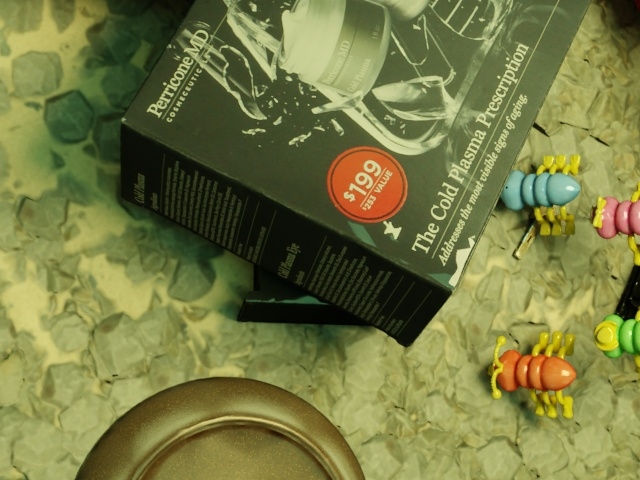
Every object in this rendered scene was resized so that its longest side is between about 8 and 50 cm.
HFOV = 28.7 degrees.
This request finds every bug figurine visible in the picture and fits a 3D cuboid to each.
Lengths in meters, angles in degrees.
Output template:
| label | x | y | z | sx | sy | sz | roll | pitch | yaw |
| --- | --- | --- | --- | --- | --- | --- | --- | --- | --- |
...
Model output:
| label | x | y | z | sx | sy | sz | roll | pitch | yaw |
| --- | --- | --- | --- | --- | --- | --- | --- | --- | --- |
| bug figurine | 0.262 | 0.038 | 1.260 | 0.072 | 0.216 | 0.279 | 15 | 74 | -53 |

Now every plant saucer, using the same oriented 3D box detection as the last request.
| label | x | y | z | sx | sy | sz | roll | pitch | yaw |
| --- | --- | --- | --- | --- | --- | --- | --- | --- | --- |
| plant saucer | -0.084 | 0.283 | 1.176 | 0.311 | 0.050 | 0.310 | 3 | 82 | -21 |

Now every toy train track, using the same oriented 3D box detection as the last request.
| label | x | y | z | sx | sy | sz | roll | pitch | yaw |
| --- | --- | --- | --- | --- | --- | --- | --- | --- | --- |
| toy train track | 0.231 | -0.016 | 1.350 | 0.048 | 0.014 | 0.083 | 36 | 78 | -20 |

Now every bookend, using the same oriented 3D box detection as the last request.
| label | x | y | z | sx | sy | sz | roll | pitch | yaw |
| --- | --- | --- | --- | --- | --- | --- | --- | --- | --- |
| bookend | 0.000 | 0.000 | 1.232 | 0.157 | 0.072 | 0.156 | 2 | 71 | -9 |

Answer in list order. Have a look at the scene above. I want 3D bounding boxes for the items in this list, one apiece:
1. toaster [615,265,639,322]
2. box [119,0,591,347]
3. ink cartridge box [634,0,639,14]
| label | x | y | z | sx | sy | sz | roll | pitch | yaw |
| --- | --- | --- | --- | --- | --- | --- | --- | --- | --- |
| toaster | 0.411 | 0.050 | 1.324 | 0.110 | 0.168 | 0.185 | 30 | 73 | -15 |
| box | 0.032 | -0.136 | 1.151 | 0.312 | 0.179 | 0.343 | 26 | 68 | 2 |
| ink cartridge box | 0.467 | -0.224 | 1.401 | 0.272 | 0.130 | 0.309 | -22 | 90 | -22 |
